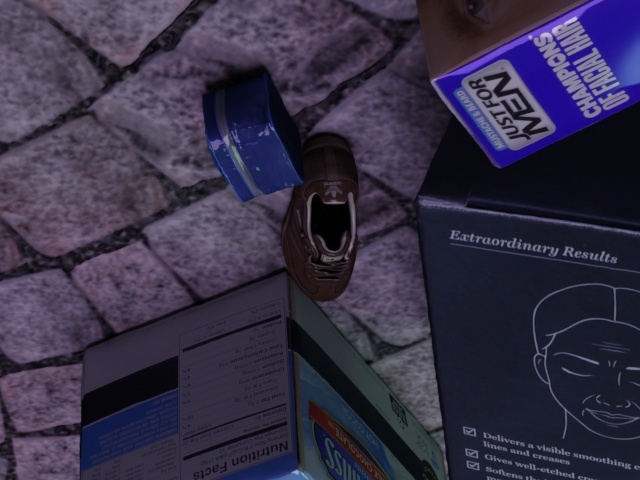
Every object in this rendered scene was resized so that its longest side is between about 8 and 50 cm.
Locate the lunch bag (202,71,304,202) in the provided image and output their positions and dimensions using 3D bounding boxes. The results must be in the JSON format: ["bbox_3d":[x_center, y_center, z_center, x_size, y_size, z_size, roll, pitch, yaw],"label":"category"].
[{"bbox_3d":[-0.056,-0.078,1.237,0.065,0.067,0.098,-16,137,11],"label":"lunch bag"}]

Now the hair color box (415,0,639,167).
[{"bbox_3d":[0.231,-0.209,1.044,0.339,0.185,0.110,-27,132,21],"label":"hair color box"}]

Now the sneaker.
[{"bbox_3d":[0.000,0.000,1.321,0.066,0.071,0.188,-4,136,-2],"label":"sneaker"}]

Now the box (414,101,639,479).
[{"bbox_3d":[0.256,0.051,1.236,0.293,0.212,0.395,10,140,18],"label":"box"}]

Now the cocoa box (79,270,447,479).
[{"bbox_3d":[-0.042,0.244,1.460,0.231,0.228,0.347,-22,134,17],"label":"cocoa box"}]
